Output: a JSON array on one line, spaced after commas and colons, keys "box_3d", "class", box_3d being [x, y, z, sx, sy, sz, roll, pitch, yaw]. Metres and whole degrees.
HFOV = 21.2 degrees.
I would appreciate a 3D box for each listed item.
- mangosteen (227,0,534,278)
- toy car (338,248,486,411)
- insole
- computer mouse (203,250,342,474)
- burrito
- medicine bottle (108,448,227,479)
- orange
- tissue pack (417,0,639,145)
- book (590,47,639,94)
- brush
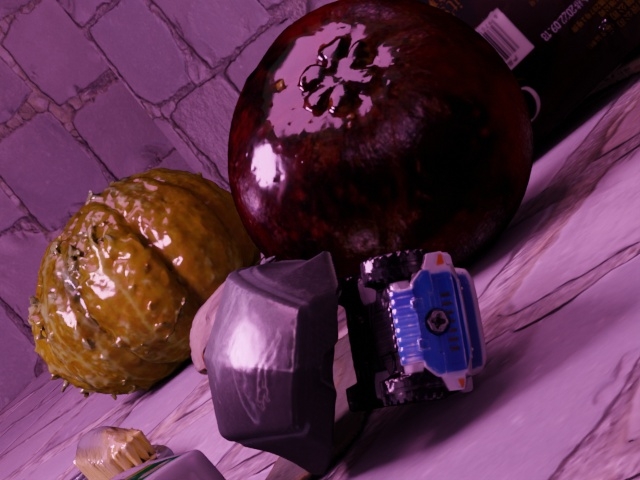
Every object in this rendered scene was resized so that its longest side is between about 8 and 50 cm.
[{"box_3d": [0.051, -0.055, 1.307, 0.235, 0.235, 0.261, -39, -34, -3], "class": "mangosteen"}, {"box_3d": [0.050, 0.051, 0.954, 0.070, 0.080, 0.171, -9, -6, -9], "class": "toy car"}, {"box_3d": [0.010, 0.104, 1.173, 0.119, 0.009, 0.348, -37, 6, 15], "class": "insole"}, {"box_3d": [-0.034, 0.067, 1.002, 0.071, 0.126, 0.231, 1, 1, -8], "class": "computer mouse"}, {"box_3d": [-0.074, 0.080, 1.597, 0.117, 0.076, 0.392, -49, 4, -3], "class": "burrito"}, {"box_3d": [-0.122, 0.188, 1.058, 0.119, 0.069, 0.183, -44, 6, -24], "class": "medicine bottle"}, {"box_3d": [-0.211, 0.041, 2.009, 0.300, 0.223, 0.301, -41, 2, -23], "class": "orange"}, {"box_3d": [0.167, -0.200, 1.528, 0.370, 0.210, 0.198, -42, 14, 4], "class": "tissue pack"}, {"box_3d": [0.335, -0.212, 1.577, 0.228, 0.018, 0.322, -41, 6, -20], "class": "book"}, {"box_3d": [-0.199, 0.196, 1.522, 0.068, 0.060, 0.297, -44, 7, -21], "class": "brush"}]
